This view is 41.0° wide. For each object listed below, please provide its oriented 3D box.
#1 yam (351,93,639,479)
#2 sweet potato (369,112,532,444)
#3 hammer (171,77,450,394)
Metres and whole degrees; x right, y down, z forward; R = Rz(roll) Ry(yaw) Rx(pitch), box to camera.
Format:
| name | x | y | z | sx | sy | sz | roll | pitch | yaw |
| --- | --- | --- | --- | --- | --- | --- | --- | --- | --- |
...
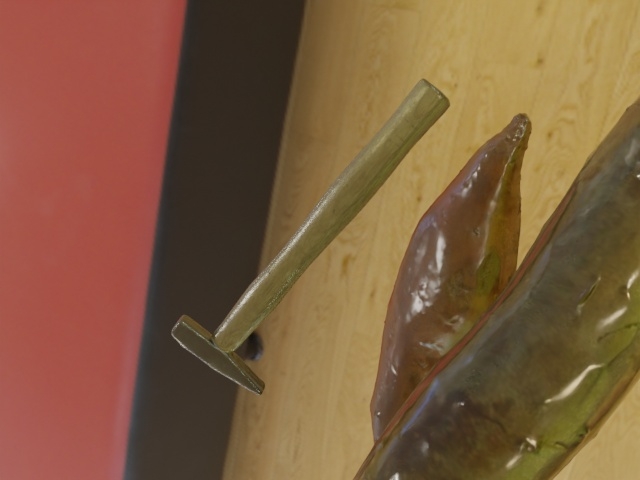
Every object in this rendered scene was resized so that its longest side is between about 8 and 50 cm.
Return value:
| name | x | y | z | sx | sy | sz | roll | pitch | yaw |
| --- | --- | --- | --- | --- | --- | --- | --- | --- | --- |
| yam | 0.090 | 0.046 | 0.345 | 0.067 | 0.071 | 0.317 | 35 | 93 | 7 |
| sweet potato | 0.121 | 0.050 | 0.792 | 0.112 | 0.112 | 0.359 | 30 | 112 | 29 |
| hammer | 0.000 | 0.000 | 0.449 | 0.062 | 0.013 | 0.199 | 40 | 110 | -3 |
